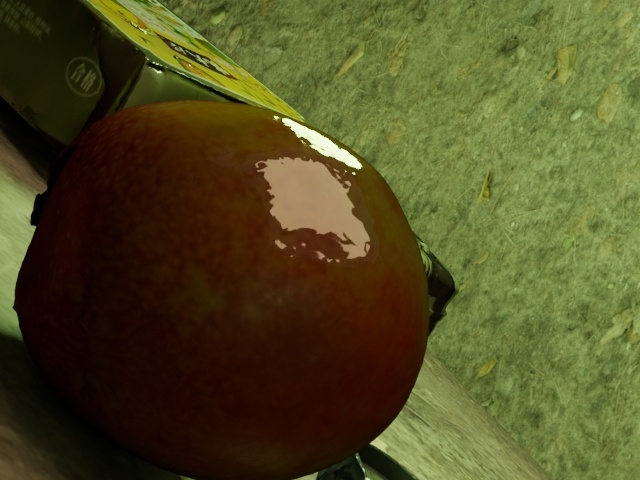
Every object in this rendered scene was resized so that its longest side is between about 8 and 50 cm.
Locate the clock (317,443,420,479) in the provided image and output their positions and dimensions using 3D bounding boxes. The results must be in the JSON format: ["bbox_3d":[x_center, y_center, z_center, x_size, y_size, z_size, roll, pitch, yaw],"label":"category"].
[{"bbox_3d":[0.088,0.252,0.906,0.215,0.042,0.215,44,4,-4],"label":"clock"}]

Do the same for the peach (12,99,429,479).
[{"bbox_3d":[-0.054,0.027,0.626,0.231,0.231,0.231,43,4,-4],"label":"peach"}]

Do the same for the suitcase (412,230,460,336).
[{"bbox_3d":[0.000,0.000,1.625,0.351,0.194,0.339,45,11,37],"label":"suitcase"}]

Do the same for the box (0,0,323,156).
[{"bbox_3d":[-0.240,-0.205,1.236,0.420,0.138,0.373,41,11,27],"label":"box"}]
